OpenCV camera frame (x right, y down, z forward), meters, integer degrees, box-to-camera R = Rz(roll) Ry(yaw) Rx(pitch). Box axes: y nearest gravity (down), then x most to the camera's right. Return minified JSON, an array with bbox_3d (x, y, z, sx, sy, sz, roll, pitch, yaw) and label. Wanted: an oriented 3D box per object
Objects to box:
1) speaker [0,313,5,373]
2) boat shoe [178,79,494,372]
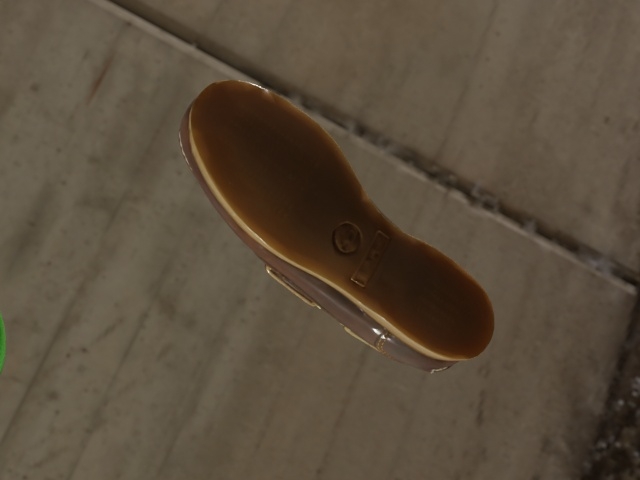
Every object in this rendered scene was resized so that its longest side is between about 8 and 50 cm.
[{"bbox_3d":[-0.344,0.101,0.786,0.297,0.131,0.131,-24,29,24],"label":"speaker"},{"bbox_3d":[0.000,0.000,0.675,0.073,0.207,0.073,-51,13,-22],"label":"boat shoe"}]
